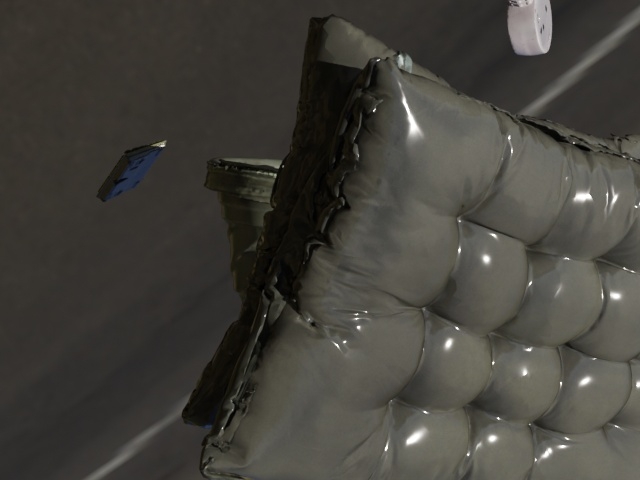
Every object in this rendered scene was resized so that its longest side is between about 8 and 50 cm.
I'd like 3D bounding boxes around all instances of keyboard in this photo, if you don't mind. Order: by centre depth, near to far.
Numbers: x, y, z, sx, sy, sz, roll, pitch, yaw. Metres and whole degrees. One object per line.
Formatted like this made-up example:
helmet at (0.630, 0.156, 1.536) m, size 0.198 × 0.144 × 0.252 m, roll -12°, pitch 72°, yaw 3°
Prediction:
keyboard at (-0.199, -0.074, 1.930) m, size 0.049 × 0.015 × 0.129 m, roll -26°, pitch 172°, yaw -26°

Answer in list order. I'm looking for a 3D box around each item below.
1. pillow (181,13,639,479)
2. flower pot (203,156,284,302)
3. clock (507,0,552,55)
pillow at (0.094, 0.030, 0.989) m, size 0.326 × 0.101 × 0.228 m, roll 13°, pitch 104°, yaw -37°
flower pot at (0.000, 0.000, 1.717) m, size 0.236 × 0.140 × 0.235 m, roll 5°, pitch -176°, yaw 0°
clock at (0.197, -0.233, 1.709) m, size 0.041 × 0.087 × 0.129 m, roll -2°, pitch -136°, yaw 22°
